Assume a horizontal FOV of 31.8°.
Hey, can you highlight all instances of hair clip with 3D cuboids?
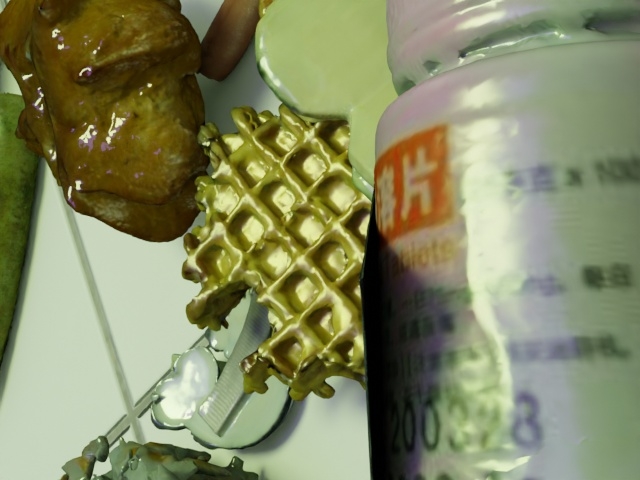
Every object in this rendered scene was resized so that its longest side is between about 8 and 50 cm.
[{"bbox_3d":[-0.067,0.101,0.898,0.116,0.049,0.172,39,108,36],"label":"hair clip"}]

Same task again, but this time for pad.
[{"bbox_3d":[0.031,0.066,0.623,0.004,0.243,0.163,-2,103,5],"label":"pad"}]

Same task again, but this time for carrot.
[{"bbox_3d":[-0.354,0.020,1.203,0.074,0.074,0.358,8,90,46],"label":"carrot"}]

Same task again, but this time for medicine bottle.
[{"bbox_3d":[0.136,0.000,0.591,0.219,0.219,0.388,-12,76,44],"label":"medicine bottle"}]

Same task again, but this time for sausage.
[{"bbox_3d":[-0.055,-0.216,0.955,0.043,0.043,0.186,51,119,38],"label":"sausage"}]

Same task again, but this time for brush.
[{"bbox_3d":[-0.100,0.109,0.963,0.083,0.013,0.016,2,88,44],"label":"brush"}]

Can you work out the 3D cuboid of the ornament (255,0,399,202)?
[{"bbox_3d":[0.068,-0.122,0.770,0.180,0.059,0.201,-40,66,-4],"label":"ornament"}]

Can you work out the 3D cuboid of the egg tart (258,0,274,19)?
[{"bbox_3d":[0.005,-0.194,0.880,0.130,0.052,0.130,-12,73,45],"label":"egg tart"}]

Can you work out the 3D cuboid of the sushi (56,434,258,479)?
[{"bbox_3d":[-0.134,0.344,0.848,0.417,0.176,0.417,-13,73,52],"label":"sushi"}]

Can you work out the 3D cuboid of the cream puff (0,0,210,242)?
[{"bbox_3d":[-0.181,-0.134,0.967,0.269,0.155,0.241,34,133,49],"label":"cream puff"}]

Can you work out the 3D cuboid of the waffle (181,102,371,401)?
[{"bbox_3d":[0.000,0.000,0.812,0.231,0.051,0.228,-5,74,25],"label":"waffle"}]
